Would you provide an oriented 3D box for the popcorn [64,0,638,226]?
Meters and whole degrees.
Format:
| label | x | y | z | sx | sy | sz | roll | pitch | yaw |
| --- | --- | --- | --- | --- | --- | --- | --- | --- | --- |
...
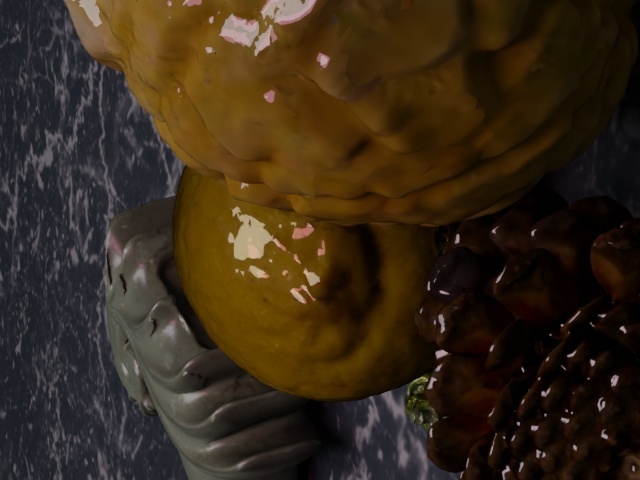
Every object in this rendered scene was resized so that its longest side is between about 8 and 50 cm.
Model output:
| label | x | y | z | sx | sy | sz | roll | pitch | yaw |
| --- | --- | --- | --- | --- | --- | --- | --- | --- | --- |
| popcorn | 0.027 | -0.171 | 1.138 | 0.344 | 0.390 | 0.354 | -40 | 13 | 9 |

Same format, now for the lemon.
| label | x | y | z | sx | sy | sz | roll | pitch | yaw |
| --- | --- | --- | --- | --- | --- | --- | --- | --- | --- |
| lemon | 0.015 | -0.008 | 1.435 | 0.297 | 0.297 | 0.297 | 13 | 105 | 62 |

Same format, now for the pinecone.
| label | x | y | z | sx | sy | sz | roll | pitch | yaw |
| --- | --- | --- | --- | --- | --- | --- | --- | --- | --- |
| pinecone | 0.169 | 0.077 | 1.218 | 0.292 | 0.246 | 0.246 | -124 | 39 | -61 |

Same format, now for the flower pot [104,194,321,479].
| label | x | y | z | sx | sy | sz | roll | pitch | yaw |
| --- | --- | --- | --- | --- | --- | --- | --- | --- | --- |
| flower pot | -0.110 | 0.143 | 1.835 | 0.367 | 0.164 | 0.254 | 57 | 152 | 36 |

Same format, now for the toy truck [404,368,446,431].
| label | x | y | z | sx | sy | sz | roll | pitch | yaw |
| --- | --- | --- | --- | --- | --- | --- | --- | --- | --- |
| toy truck | 0.118 | 0.158 | 1.486 | 0.111 | 0.077 | 0.076 | 51 | 137 | 48 |
